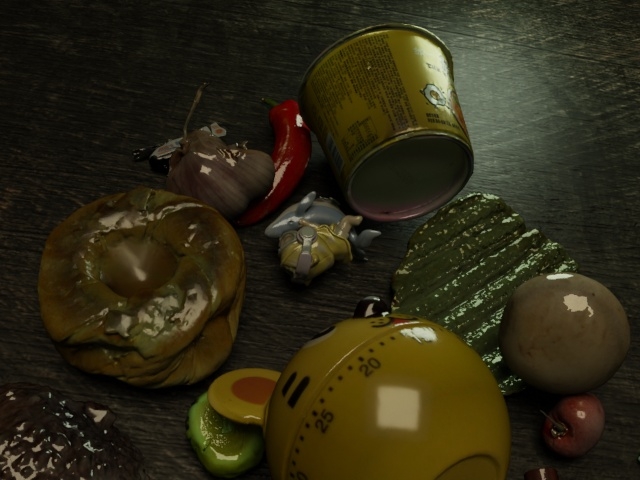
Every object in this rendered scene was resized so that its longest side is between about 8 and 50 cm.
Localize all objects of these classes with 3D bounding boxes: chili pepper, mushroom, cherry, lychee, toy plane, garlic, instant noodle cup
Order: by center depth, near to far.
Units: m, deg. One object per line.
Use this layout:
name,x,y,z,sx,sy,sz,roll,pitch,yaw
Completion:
lychee,-0.369,0.329,0.919,0.299,0.300,0.300,4,53,-5
cherry,0.418,0.295,1.161,0.126,0.106,0.087,-28,57,-27
mushroom,0.398,0.155,1.172,0.206,0.209,0.206,-5,77,25
garlic,-0.199,-0.165,1.347,0.207,0.257,0.207,-6,12,1
instant noodle cup,0.137,-0.207,1.364,0.325,0.326,0.254,-6,54,-13
toy plane,-0.280,-0.191,1.466,0.197,0.053,0.078,-27,52,-21
chili pepper,-0.087,-0.184,1.468,0.137,0.092,0.369,1,49,8

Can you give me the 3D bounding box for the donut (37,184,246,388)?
donut,-0.288,0.077,1.191,0.360,0.170,0.360,1,52,-1

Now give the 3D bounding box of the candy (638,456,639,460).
candy,0.730,0.415,1.089,0.262,0.172,0.398,-17,44,-24

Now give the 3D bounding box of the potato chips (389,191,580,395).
potato chips,0.305,0.096,1.322,0.429,0.070,0.358,-32,67,-26

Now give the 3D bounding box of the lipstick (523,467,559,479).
lipstick,0.355,0.510,1.022,0.057,0.057,0.357,2,54,-7

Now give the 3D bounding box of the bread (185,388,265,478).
bread,-0.144,0.296,1.102,0.139,0.071,0.130,35,59,16

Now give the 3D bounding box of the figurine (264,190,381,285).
figurine,0.000,0.000,1.317,0.208,0.128,0.184,11,54,-6

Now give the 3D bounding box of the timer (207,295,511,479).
timer,0.066,0.249,1.019,0.376,0.376,0.387,-25,34,-24
